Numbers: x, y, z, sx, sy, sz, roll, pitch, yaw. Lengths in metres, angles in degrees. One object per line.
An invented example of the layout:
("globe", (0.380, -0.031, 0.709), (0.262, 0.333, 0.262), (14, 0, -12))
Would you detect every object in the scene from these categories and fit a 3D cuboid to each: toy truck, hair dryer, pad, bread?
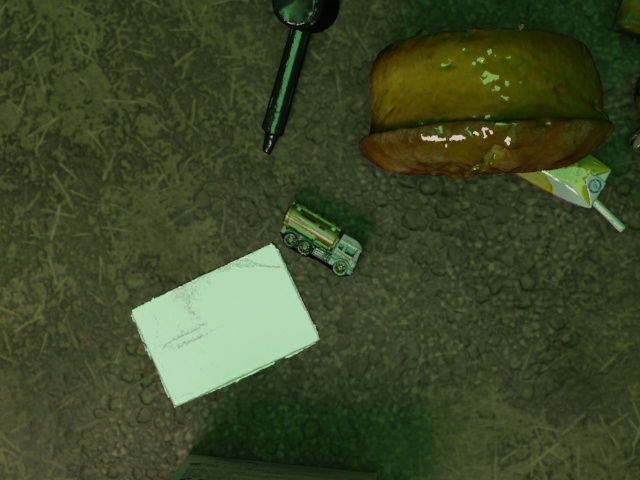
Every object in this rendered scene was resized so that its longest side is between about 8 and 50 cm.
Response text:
("toy truck", (0.000, 0.000, 1.916), (0.123, 0.052, 0.063), (29, 87, 3))
("hair dryer", (-0.048, -0.236, 1.891), (0.070, 0.114, 0.248), (21, 100, 10))
("pad", (-0.135, 0.120, 1.949), (0.232, 0.004, 0.156), (-25, 91, 3))
("bread", (0.195, -0.182, 1.789), (0.340, 0.179, 0.194), (-1, 82, 22))

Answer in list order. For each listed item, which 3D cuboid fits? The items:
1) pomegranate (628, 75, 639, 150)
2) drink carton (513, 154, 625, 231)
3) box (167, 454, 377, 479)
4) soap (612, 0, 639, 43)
("pomegranate", (0.469, -0.174, 1.869), (0.114, 0.114, 0.142), (28, 118, 1))
("drink carton", (0.337, -0.089, 1.882), (0.200, 0.084, 0.074), (28, 91, 4))
("box", (-0.064, 0.367, 1.856), (0.274, 0.203, 0.116), (5, 92, 2))
("soap", (0.547, -0.367, 1.818), (0.259, 0.143, 0.281), (20, 95, 28))
